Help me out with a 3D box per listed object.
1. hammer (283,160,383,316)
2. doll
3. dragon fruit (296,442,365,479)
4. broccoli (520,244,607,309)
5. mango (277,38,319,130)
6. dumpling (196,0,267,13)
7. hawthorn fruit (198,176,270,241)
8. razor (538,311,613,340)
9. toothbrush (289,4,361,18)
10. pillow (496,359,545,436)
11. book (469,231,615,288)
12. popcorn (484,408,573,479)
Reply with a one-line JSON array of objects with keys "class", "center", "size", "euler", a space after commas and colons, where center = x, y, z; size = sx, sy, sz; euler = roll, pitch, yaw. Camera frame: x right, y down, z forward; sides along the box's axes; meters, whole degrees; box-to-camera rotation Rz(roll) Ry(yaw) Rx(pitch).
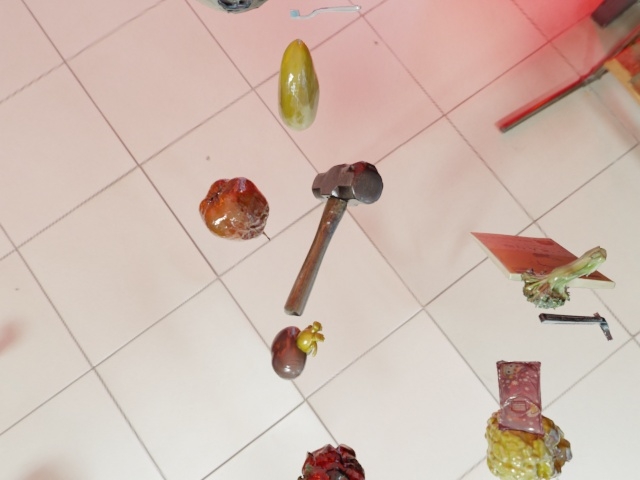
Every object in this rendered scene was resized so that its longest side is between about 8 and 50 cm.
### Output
[{"class": "hammer", "center": [0.000, 0.000, 1.239], "size": [0.095, 0.242, 0.408], "euler": [25, 86, -22]}, {"class": "doll", "center": [-0.059, 0.290, 1.296], "size": [0.096, 0.188, 0.145], "euler": [24, 61, -39]}, {"class": "dragon fruit", "center": [0.029, 0.587, 1.217], "size": [0.189, 0.182, 0.182], "euler": [29, 78, 45]}, {"class": "broccoli", "center": [0.554, 0.083, 1.126], "size": [0.123, 0.204, 0.118], "euler": [15, 50, -25]}, {"class": "mango", "center": [-0.080, -0.510, 1.714], "size": [0.143, 0.331, 0.195], "euler": [10, 65, 9]}, {"class": "dumpling", "center": [-0.152, -0.442, 0.780], "size": [0.205, 0.163, 0.293], "euler": [4, 37, 38]}, {"class": "hawthorn fruit", "center": [-0.233, -0.075, 1.511], "size": [0.243, 0.207, 0.207], "euler": [40, 80, -31]}, {"class": "razor", "center": [0.505, 0.157, 0.980], "size": [0.190, 0.033, 0.066], "euler": [9, 49, -23]}, {"class": "toothbrush", "center": [0.004, -0.298, 0.648], "size": [0.131, 0.013, 0.011], "euler": [20, 50, 43]}, {"class": "pillow", "center": [0.499, 0.390, 1.243], "size": [0.118, 0.043, 0.184], "euler": [-10, 56, 36]}, {"class": "book", "center": [0.599, 0.046, 1.405], "size": [0.269, 0.389, 0.032], "euler": [5, 107, -1]}, {"class": "popcorn", "center": [0.601, 0.592, 1.432], "size": [0.252, 0.236, 0.205], "euler": [-2, 52, 7]}]
